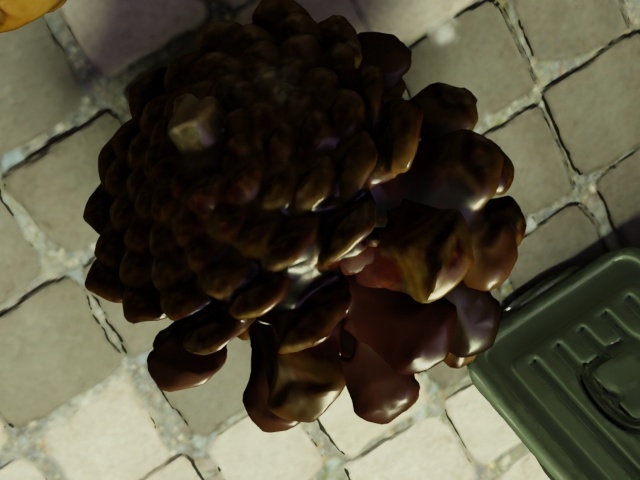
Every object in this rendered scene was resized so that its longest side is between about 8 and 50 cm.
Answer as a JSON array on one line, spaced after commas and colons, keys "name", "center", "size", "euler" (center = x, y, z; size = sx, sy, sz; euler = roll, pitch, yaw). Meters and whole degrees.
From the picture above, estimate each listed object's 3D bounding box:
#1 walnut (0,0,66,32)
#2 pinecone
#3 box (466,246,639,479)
[{"name": "walnut", "center": [-0.230, -0.244, 0.869], "size": [0.209, 0.209, 0.336], "euler": [-30, 123, -8]}, {"name": "pinecone", "center": [0.006, -0.008, 1.054], "size": [0.264, 0.264, 0.264], "euler": [-8, 115, -19]}, {"name": "box", "center": [0.228, 0.135, 1.215], "size": [0.163, 0.243, 0.135], "euler": [-34, 133, -7]}]
